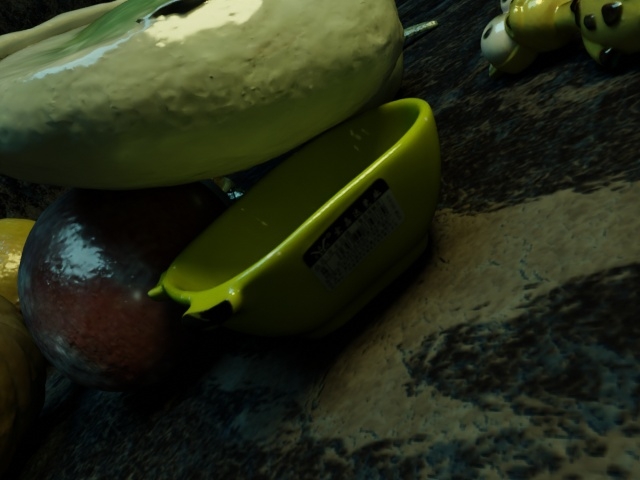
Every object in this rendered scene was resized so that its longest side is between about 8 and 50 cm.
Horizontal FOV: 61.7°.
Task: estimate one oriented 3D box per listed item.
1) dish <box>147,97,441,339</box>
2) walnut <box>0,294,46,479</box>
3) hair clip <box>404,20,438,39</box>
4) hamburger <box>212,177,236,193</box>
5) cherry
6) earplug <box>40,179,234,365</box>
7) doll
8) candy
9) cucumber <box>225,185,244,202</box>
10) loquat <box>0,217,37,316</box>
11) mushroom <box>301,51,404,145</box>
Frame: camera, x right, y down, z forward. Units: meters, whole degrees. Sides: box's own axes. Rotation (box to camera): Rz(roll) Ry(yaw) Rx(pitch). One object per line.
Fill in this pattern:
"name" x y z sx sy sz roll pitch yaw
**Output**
"dish" 0.000 0.000 0.448 0.262 0.108 0.221 -44 20 -20
"walnut" -0.482 0.200 0.603 0.333 0.333 0.333 -33 21 15
"hair clip" 0.157 -0.433 1.198 0.229 0.036 0.066 -23 32 36
"hamburger" -0.267 -0.080 1.055 0.189 0.122 0.215 -40 17 8
"cherry" -0.207 0.030 0.593 0.236 0.213 0.285 -39 28 21
"earplug" -0.282 0.038 0.773 0.324 0.185 0.185 -51 23 -18
"doll" 0.249 -0.225 0.535 0.117 0.086 0.291 -68 17 8
"candy" -0.134 -0.171 0.548 0.427 0.186 0.386 -27 34 -27
"cucumber" -0.188 -0.034 0.934 0.181 0.053 0.053 -34 21 19
"loquat" -0.573 0.100 0.983 0.275 0.275 0.275 -33 21 15
"mushroom" -0.035 -0.292 0.883 0.352 0.352 0.260 -72 -6 -56
